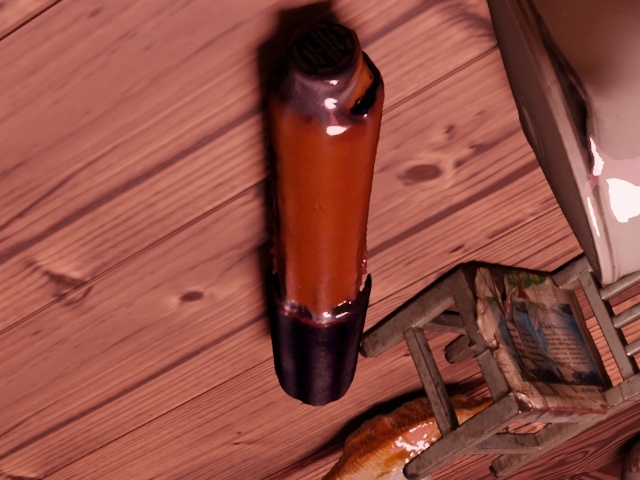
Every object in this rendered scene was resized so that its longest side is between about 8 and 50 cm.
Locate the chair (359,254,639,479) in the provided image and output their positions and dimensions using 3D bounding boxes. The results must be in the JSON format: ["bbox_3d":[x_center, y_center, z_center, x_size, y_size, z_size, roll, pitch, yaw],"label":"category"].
[{"bbox_3d":[0.182,0.082,1.141,0.147,0.136,0.270,10,143,-46],"label":"chair"}]

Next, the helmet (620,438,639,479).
[{"bbox_3d":[0.434,0.277,1.704,0.153,0.107,0.177,-39,166,28],"label":"helmet"}]

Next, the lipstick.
[{"bbox_3d":[0.000,0.000,0.943,0.077,0.077,0.418,-14,151,-9],"label":"lipstick"}]

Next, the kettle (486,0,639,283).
[{"bbox_3d":[0.263,-0.129,0.785,0.318,0.265,0.205,-22,121,5],"label":"kettle"}]

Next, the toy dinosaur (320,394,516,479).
[{"bbox_3d":[0.059,0.234,1.394,0.393,0.092,0.205,-16,153,-3],"label":"toy dinosaur"}]
